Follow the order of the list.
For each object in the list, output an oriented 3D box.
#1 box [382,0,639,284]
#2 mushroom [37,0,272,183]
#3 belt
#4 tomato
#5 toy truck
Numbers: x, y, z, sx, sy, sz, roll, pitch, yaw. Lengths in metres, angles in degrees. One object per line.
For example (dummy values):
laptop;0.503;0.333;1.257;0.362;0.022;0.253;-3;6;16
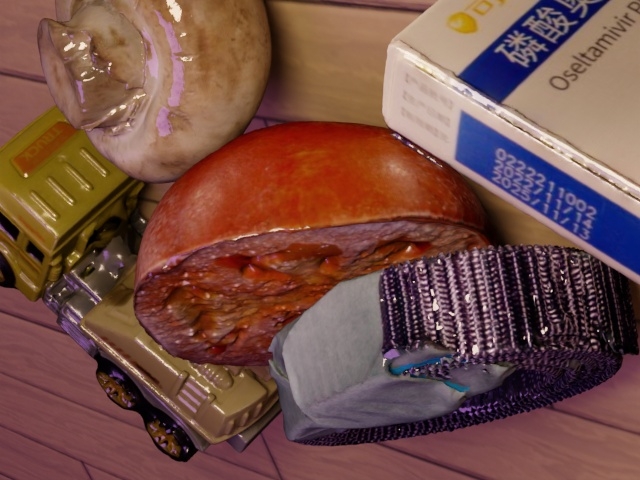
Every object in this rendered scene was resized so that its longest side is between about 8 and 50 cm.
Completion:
box;0.214;-0.126;0.906;0.200;0.343;0.065;34;147;21
mushroom;-0.151;-0.178;1.460;0.255;0.184;0.255;52;152;41
belt;0.098;0.091;1.393;0.325;0.260;0.122;-27;67;49
tomato;-0.007;-0.009;1.443;0.338;0.338;0.144;131;134;-60
toy truck;-0.190;0.039;1.773;0.405;0.180;0.254;44;152;5
